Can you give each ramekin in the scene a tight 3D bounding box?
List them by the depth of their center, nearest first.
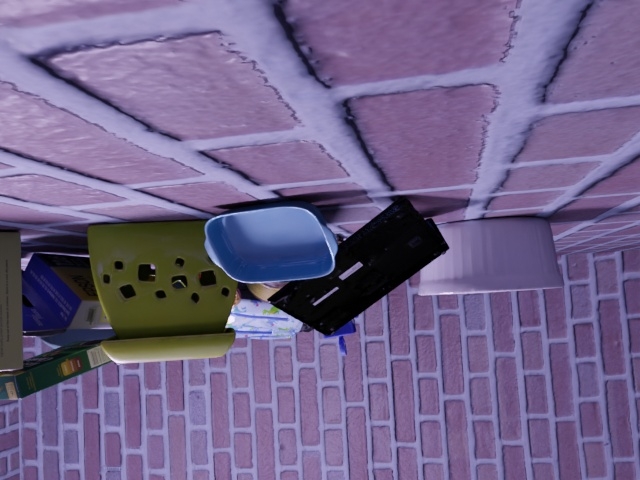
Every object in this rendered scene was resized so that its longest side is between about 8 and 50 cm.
[{"bbox_3d":[0.327,0.034,1.257,0.277,0.135,0.277,-3,175,0],"label":"ramekin"}]

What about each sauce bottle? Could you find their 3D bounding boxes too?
[{"bbox_3d":[-0.076,0.047,1.056,0.111,0.111,0.344,-3,167,-9],"label":"sauce bottle"}]

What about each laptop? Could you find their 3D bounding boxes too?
[{"bbox_3d":[0.060,0.023,0.974,0.234,0.136,0.264,-38,142,11],"label":"laptop"}]

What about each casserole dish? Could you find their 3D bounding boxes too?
[{"bbox_3d":[-0.062,-0.001,0.826,0.188,0.114,0.037,-7,-146,25],"label":"casserole dish"}]

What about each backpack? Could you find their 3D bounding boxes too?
[{"bbox_3d":[-0.218,0.191,2.063,0.355,0.273,0.290,15,-153,-28],"label":"backpack"}]

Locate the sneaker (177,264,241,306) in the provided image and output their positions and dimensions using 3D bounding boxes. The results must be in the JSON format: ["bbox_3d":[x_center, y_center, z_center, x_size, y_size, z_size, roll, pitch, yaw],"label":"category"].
[{"bbox_3d":[-0.251,0.078,1.425,0.185,0.069,0.084,35,-165,-3],"label":"sneaker"}]

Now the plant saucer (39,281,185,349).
[{"bbox_3d":[-0.424,0.159,1.337,0.317,0.044,0.317,-4,-158,2],"label":"plant saucer"}]

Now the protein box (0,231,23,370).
[{"bbox_3d":[-0.546,0.092,0.917,0.201,0.200,0.136,-1,175,-32],"label":"protein box"}]

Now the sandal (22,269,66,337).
[{"bbox_3d":[-0.650,0.130,1.276,0.167,0.107,0.446,6,-171,-42],"label":"sandal"}]

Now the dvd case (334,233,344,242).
[{"bbox_3d":[0.000,0.000,1.339,0.087,0.013,0.119,-4,176,9],"label":"dvd case"}]

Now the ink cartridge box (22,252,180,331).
[{"bbox_3d":[-0.442,0.092,1.225,0.307,0.072,0.303,9,-170,-41],"label":"ink cartridge box"}]

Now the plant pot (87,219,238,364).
[{"bbox_3d":[-0.238,0.083,1.021,0.228,0.207,0.227,-2,175,-10],"label":"plant pot"}]

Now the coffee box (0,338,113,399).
[{"bbox_3d":[-0.428,0.202,1.014,0.113,0.040,0.184,-10,-175,35],"label":"coffee box"}]

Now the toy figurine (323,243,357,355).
[{"bbox_3d":[0.002,0.154,1.404,0.191,0.217,0.362,-20,171,2],"label":"toy figurine"}]
